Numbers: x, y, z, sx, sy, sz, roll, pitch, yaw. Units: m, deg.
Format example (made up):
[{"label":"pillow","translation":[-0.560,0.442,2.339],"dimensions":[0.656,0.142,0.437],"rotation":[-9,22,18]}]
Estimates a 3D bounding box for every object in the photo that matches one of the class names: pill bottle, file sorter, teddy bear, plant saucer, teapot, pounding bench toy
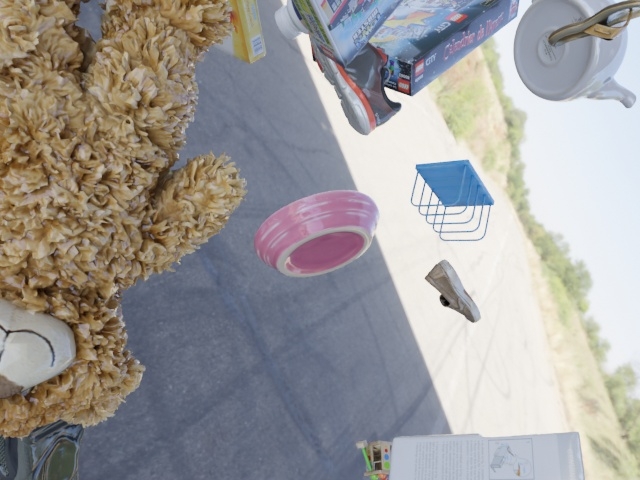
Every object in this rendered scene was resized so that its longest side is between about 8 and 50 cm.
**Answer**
[{"label":"pill bottle","translation":[-0.008,-0.355,0.839],"dimensions":[0.067,0.120,0.067],"rotation":[34,45,-44]},{"label":"file sorter","translation":[0.281,-0.080,1.188],"dimensions":[0.170,0.118,0.104],"rotation":[41,58,-45]},{"label":"teddy bear","translation":[-0.159,-0.040,0.332],"dimensions":[0.245,0.113,0.338],"rotation":[37,76,-39]},{"label":"plant saucer","translation":[0.000,0.000,1.408],"dimensions":[0.332,0.332,0.084],"rotation":[32,35,-58]},{"label":"teapot","translation":[0.560,-0.432,1.206],"dimensions":[0.252,0.187,0.256],"rotation":[41,-40,48]},{"label":"pounding bench toy","translation":[0.105,0.419,1.057],"dimensions":[0.083,0.052,0.065],"rotation":[18,56,-28]}]

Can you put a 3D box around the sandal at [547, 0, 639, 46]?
[{"label":"sandal","translation":[0.494,-0.372,0.981],"dimensions":[0.072,0.180,0.049],"rotation":[-5,86,-44]}]

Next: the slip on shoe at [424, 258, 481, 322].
[{"label":"slip on shoe","translation":[0.194,0.083,0.815],"dimensions":[0.135,0.041,0.051],"rotation":[52,2,-41]}]

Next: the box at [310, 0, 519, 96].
[{"label":"box","translation":[0.122,-0.276,0.708],"dimensions":[0.159,0.233,0.044],"rotation":[32,-32,32]}]

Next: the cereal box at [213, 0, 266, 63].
[{"label":"cereal box","translation":[-0.204,-0.435,0.999],"dimensions":[0.240,0.047,0.173],"rotation":[32,-31,33]}]

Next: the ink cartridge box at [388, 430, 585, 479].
[{"label":"ink cartridge box","translation":[0.186,0.360,0.626],"dimensions":[0.060,0.238,0.275],"rotation":[49,39,-38]}]

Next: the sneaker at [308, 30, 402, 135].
[{"label":"sneaker","translation":[0.036,-0.191,0.588],"dimensions":[0.158,0.065,0.061],"rotation":[65,-6,-4]}]

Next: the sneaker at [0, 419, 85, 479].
[{"label":"sneaker","translation":[-0.295,0.172,0.554],"dimensions":[0.087,0.130,0.228],"rotation":[-18,128,-60]}]

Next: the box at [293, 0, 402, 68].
[{"label":"box","translation":[0.061,-0.260,0.469],"dimensions":[0.036,0.207,0.114],"rotation":[41,1,23]}]
